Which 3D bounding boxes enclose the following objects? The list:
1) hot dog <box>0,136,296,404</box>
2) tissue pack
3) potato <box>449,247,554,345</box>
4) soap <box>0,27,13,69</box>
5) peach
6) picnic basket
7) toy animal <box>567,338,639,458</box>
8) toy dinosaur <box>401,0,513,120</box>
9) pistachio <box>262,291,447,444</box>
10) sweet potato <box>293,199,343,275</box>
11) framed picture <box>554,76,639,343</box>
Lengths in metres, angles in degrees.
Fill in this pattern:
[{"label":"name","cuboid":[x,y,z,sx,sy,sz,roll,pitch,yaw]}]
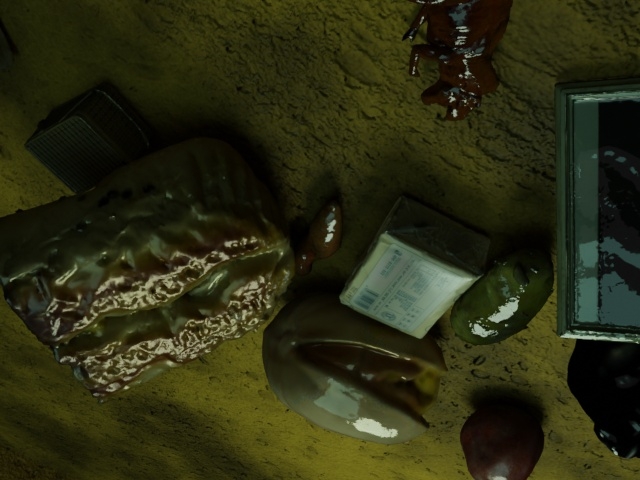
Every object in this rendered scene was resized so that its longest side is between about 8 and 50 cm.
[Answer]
[{"label":"hot dog","cuboid":[-0.224,0.032,1.011,0.366,0.196,0.367,-23,137,-4]},{"label":"tissue pack","cuboid":[0.132,0.043,0.999,0.148,0.092,0.196,26,143,-3]},{"label":"potato","cuboid":[0.256,0.080,0.971,0.117,0.090,0.225,-10,152,-20]},{"label":"soap","cuboid":[-0.625,-0.319,0.905,0.335,0.156,0.293,5,135,21]},{"label":"peach","cuboid":[0.336,0.367,1.242,0.152,0.152,0.152,14,141,12]},{"label":"picnic basket","cuboid":[-0.339,-0.147,1.019,0.164,0.079,0.115,-15,128,38]},{"label":"toy animal","cuboid":[0.444,0.127,0.854,0.213,0.212,0.266,31,110,-9]},{"label":"toy dinosaur","cuboid":[0.116,-0.270,0.642,0.208,0.097,0.432,7,144,-2]},{"label":"pistachio","cuboid":[0.050,0.204,1.142,0.309,0.229,0.230,19,141,1]},{"label":"sweet potato","cuboid":[-0.001,0.001,1.046,0.058,0.055,0.202,44,143,9]},{"label":"framed picture","cuboid":[0.366,-0.027,0.730,0.231,0.018,0.293,0,101,26]}]
